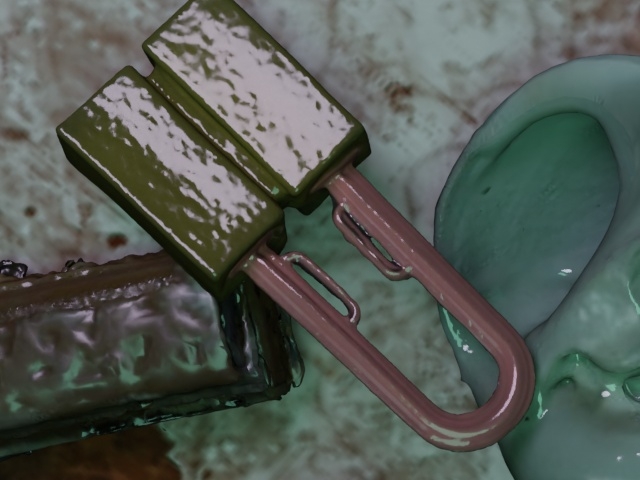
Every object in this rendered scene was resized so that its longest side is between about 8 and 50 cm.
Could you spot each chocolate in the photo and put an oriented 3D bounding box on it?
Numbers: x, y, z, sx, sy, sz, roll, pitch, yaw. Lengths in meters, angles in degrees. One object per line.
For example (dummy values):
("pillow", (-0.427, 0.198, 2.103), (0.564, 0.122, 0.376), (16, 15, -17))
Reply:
("chocolate", (-0.175, 0.069, 0.837), (0.329, 0.065, 0.102), (-12, 102, 8))

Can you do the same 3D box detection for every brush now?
("brush", (0.000, 0.000, 0.769), (0.233, 0.047, 0.103), (44, 81, 12))

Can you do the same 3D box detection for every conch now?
("conch", (0.139, 0.025, 0.778), (0.185, 0.121, 0.221), (7, 106, 10))
